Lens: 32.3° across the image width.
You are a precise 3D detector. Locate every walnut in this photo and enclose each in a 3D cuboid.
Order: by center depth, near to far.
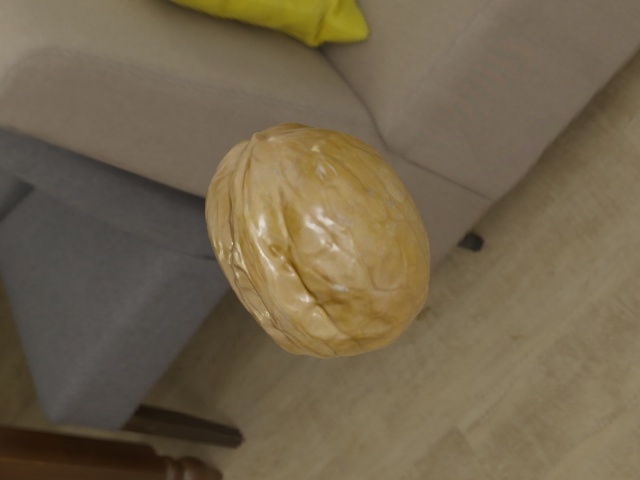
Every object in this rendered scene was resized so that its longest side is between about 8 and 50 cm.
[{"bbox_3d":[0.000,0.000,0.843,0.159,0.207,0.159,-23,33,16],"label":"walnut"}]
